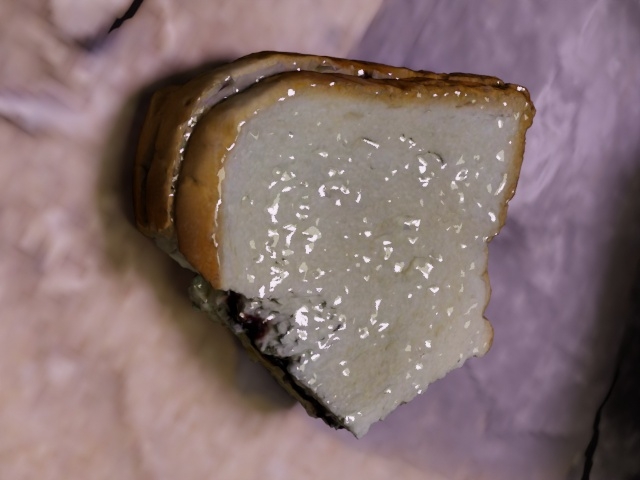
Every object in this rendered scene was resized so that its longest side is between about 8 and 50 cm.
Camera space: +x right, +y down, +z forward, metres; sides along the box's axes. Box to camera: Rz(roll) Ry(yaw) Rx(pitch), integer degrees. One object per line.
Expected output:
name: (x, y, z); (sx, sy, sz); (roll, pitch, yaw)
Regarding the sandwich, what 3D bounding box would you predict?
sandwich: (0.000, 0.000, 0.458); (0.105, 0.036, 0.093); (5, 99, -40)
